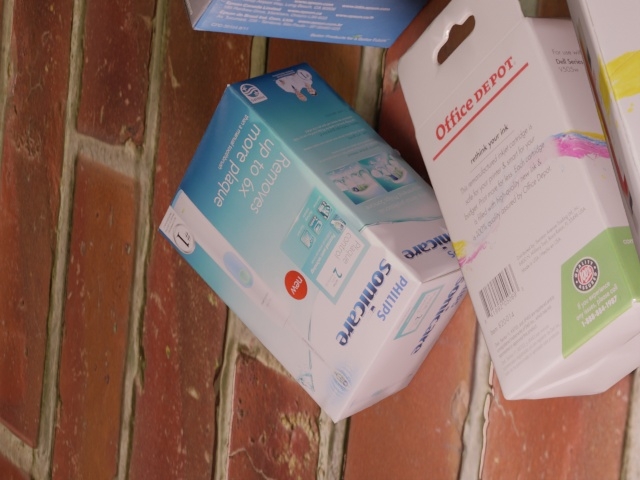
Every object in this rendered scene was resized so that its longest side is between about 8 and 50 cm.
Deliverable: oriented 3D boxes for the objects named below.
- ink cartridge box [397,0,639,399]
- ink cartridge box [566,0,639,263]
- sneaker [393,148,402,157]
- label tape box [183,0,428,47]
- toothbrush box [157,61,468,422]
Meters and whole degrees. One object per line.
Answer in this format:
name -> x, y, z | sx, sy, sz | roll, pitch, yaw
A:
ink cartridge box -> 0.206, -0.059, 1.718 | 0.207, 0.119, 0.353 | -46, 54, 49
ink cartridge box -> 0.338, -0.101, 1.338 | 0.160, 0.279, 0.385 | 64, -168, -71
sneaker -> 0.030, -0.064, 2.042 | 0.162, 0.073, 0.063 | -3, 87, 58
label tape box -> 0.037, -0.329, 1.873 | 0.334, 0.240, 0.106 | -47, 50, 47
toothbrush box -> 0.000, 0.000, 1.962 | 0.295, 0.126, 0.216 | 46, 131, 19
